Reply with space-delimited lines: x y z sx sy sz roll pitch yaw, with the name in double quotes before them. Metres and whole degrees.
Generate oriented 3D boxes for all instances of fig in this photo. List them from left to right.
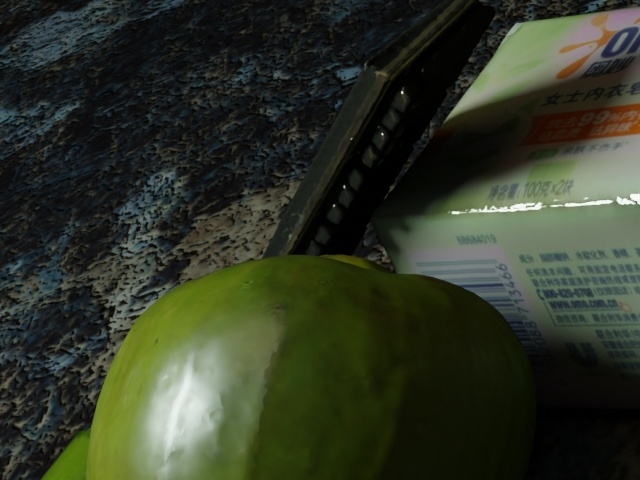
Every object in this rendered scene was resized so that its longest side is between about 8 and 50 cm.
"fig" -0.010 0.115 0.870 0.203 0.203 0.225 -3 68 40

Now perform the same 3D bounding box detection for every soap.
"soap" 0.159 -0.020 0.958 0.199 0.138 0.182 -4 36 42

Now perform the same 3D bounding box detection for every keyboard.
"keyboard" 0.000 0.000 0.980 0.106 0.027 0.317 -43 -11 -40

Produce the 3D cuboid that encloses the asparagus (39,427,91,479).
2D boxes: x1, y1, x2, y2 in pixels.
"asparagus" -0.173 0.208 0.972 0.060 0.067 0.277 21 55 22
